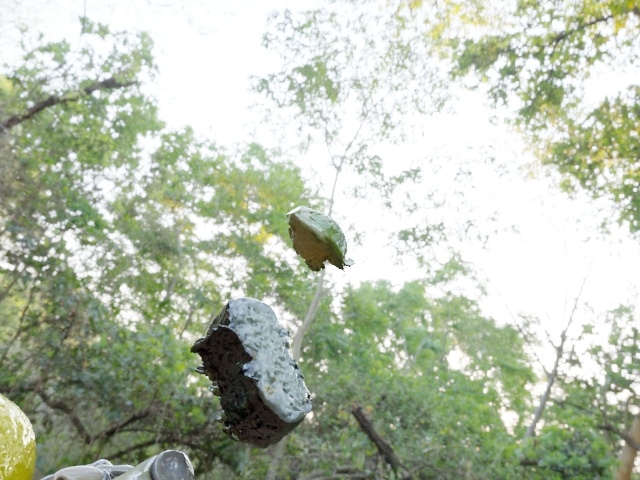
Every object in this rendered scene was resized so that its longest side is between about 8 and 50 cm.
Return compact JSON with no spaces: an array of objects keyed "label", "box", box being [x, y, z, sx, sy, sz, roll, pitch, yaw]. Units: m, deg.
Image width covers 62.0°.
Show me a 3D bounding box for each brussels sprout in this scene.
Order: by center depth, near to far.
[{"label":"brussels sprout","box":[0.001,-0.003,1.142,0.139,0.100,0.181,7,-50,58]}]

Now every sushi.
[{"label":"sushi","box":[-0.110,0.194,0.788,0.115,0.213,0.147,-38,-30,21]}]

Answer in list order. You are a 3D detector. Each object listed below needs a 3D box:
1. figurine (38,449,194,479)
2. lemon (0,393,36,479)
[{"label":"figurine","box":[-0.318,0.416,0.768,0.203,0.248,0.380,23,-49,-34]},{"label":"lemon","box":[-0.539,0.336,0.724,0.253,0.310,0.254,12,-41,11]}]
